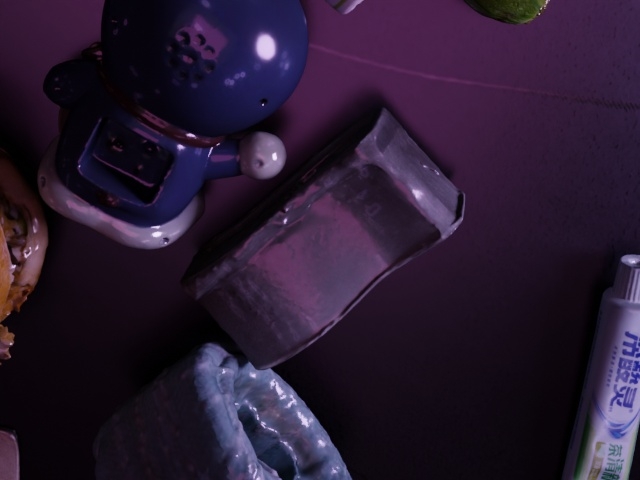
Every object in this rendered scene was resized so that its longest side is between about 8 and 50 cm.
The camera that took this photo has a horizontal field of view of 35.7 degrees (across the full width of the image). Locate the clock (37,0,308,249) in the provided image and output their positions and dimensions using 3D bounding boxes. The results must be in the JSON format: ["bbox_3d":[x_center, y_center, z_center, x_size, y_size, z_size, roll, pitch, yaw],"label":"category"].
[{"bbox_3d":[-0.109,-0.116,0.768,0.200,0.146,0.243,31,114,-6],"label":"clock"}]

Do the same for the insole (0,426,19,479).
[{"bbox_3d":[-0.319,0.267,0.972,0.063,0.010,0.192,7,110,-2],"label":"insole"}]

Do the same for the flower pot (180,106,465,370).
[{"bbox_3d":[0.000,0.000,0.826,0.229,0.103,0.108,-39,104,13],"label":"flower pot"}]

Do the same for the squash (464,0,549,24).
[{"bbox_3d":[0.104,-0.259,0.751,0.077,0.068,0.219,-22,110,26],"label":"squash"}]

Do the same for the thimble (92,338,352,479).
[{"bbox_3d":[-0.074,0.210,0.851,0.143,0.198,0.235,-38,99,14],"label":"thimble"}]

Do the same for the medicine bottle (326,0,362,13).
[{"bbox_3d":[-0.021,-0.261,0.741,0.183,0.086,0.086,41,105,-13],"label":"medicine bottle"}]

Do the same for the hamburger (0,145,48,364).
[{"bbox_3d":[-0.355,0.018,0.778,0.260,0.211,0.245,45,111,-8],"label":"hamburger"}]

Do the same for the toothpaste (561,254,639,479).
[{"bbox_3d":[0.266,0.154,0.914,0.075,0.048,0.296,2,113,-3],"label":"toothpaste"}]
